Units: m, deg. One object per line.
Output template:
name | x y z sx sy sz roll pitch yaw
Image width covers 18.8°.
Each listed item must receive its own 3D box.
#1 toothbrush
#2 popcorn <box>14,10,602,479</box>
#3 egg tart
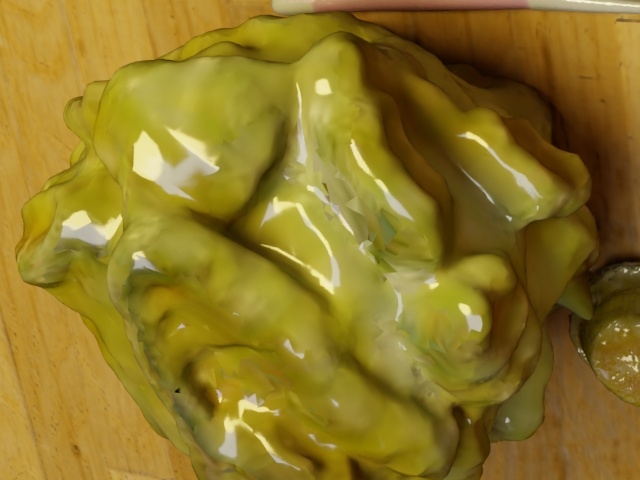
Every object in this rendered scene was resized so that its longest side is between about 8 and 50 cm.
toothbrush | 0.096 -0.135 1.060 0.286 0.020 0.025 3 111 30
popcorn | 0.002 0.009 1.027 0.312 0.312 0.312 16 126 24
egg tart | 0.188 0.062 1.114 0.105 0.039 0.105 14 124 23
